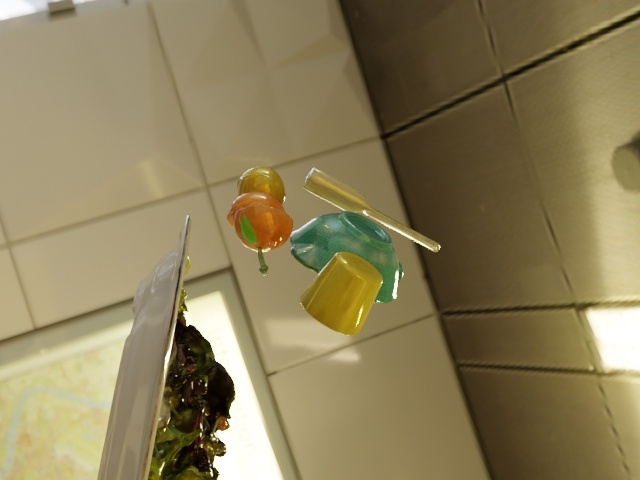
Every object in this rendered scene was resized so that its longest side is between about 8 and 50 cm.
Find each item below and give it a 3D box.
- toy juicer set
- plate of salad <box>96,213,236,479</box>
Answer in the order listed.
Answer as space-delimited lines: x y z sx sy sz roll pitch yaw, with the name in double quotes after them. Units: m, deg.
0.000 0.000 1.112 0.209 0.329 0.089 34 -72 10 "toy juicer set"
-0.061 0.089 0.395 0.200 0.048 0.199 -170 -90 -82 "plate of salad"
